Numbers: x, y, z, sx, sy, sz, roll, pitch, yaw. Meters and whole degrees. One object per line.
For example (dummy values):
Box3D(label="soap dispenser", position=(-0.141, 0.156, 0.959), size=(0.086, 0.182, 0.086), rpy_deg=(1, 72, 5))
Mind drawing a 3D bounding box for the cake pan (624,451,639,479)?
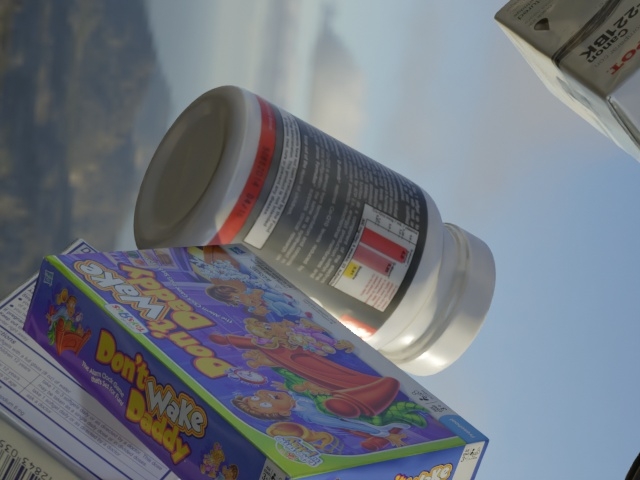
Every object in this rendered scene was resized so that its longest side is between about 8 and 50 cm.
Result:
Box3D(label="cake pan", position=(0.402, 0.278, 1.704), size=(0.054, 0.293, 0.293), rpy_deg=(17, 77, -62))

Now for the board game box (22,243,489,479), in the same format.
Box3D(label="board game box", position=(-0.060, 0.123, 1.594), size=(0.347, 0.233, 0.078), rpy_deg=(37, -62, 37))

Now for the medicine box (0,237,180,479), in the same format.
Box3D(label="medicine box", position=(-0.241, 0.177, 1.917), size=(0.289, 0.263, 0.149), rpy_deg=(-44, 168, -54))

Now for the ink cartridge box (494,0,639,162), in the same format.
Box3D(label="ink cartridge box", position=(0.301, -0.191, 1.655), size=(0.197, 0.114, 0.273), rpy_deg=(-42, -153, 3))

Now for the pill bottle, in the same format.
Box3D(label="pill bottle", position=(0.000, 0.000, 1.998), size=(0.210, 0.363, 0.210), rpy_deg=(-41, -145, 36))
